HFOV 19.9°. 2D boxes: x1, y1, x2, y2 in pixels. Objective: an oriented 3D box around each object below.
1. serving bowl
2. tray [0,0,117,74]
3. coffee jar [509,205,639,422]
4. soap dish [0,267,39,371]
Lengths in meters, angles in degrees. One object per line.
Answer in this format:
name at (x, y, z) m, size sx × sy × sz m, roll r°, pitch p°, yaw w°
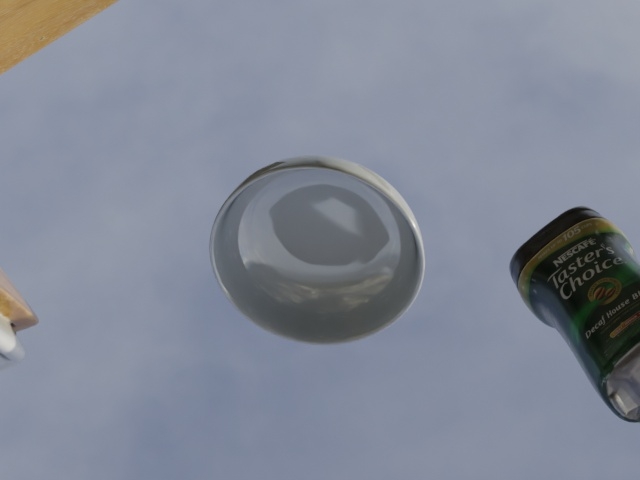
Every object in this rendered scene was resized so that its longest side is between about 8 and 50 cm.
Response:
serving bowl at (0.000, 0.000, 0.707) m, size 0.083 × 0.083 × 0.027 m, roll -11°, pitch -149°, yaw 15°
tray at (-0.254, -0.163, 1.047) m, size 0.076 × 0.203 × 0.411 m, roll 28°, pitch -130°, yaw 28°
coffee jar at (0.218, 0.051, 1.385) m, size 0.096 × 0.079 × 0.184 m, roll -39°, pitch -145°, yaw 3°
soap dish at (-0.351, 0.053, 1.187) m, size 0.290 × 0.229 × 0.118 m, roll -18°, pitch -104°, yaw 1°
